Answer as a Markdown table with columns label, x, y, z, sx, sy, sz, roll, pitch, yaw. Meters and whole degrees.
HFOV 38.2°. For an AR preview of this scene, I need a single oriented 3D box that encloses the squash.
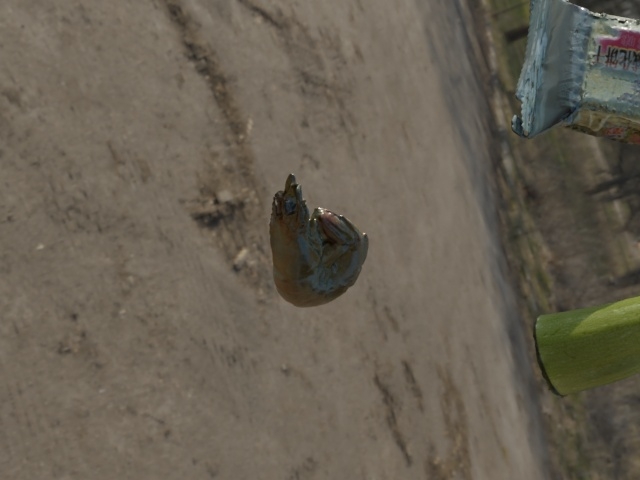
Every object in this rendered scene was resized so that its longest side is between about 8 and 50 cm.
| label | x | y | z | sx | sy | sz | roll | pitch | yaw |
| --- | --- | --- | --- | --- | --- | --- | --- | --- | --- |
| squash | 0.337 | 0.087 | 0.965 | 0.094 | 0.224 | 0.094 | 39 | 37 | -38 |

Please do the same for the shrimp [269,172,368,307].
| label | x | y | z | sx | sy | sz | roll | pitch | yaw |
| --- | --- | --- | --- | --- | --- | --- | --- | --- | --- |
| shrimp | 0.000 | 0.000 | 0.525 | 0.108 | 0.059 | 0.023 | 89 | -18 | -48 |

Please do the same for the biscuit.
| label | x | y | z | sx | sy | sz | roll | pitch | yaw |
| --- | --- | --- | --- | --- | --- | --- | --- | --- | --- |
| biscuit | 0.377 | -0.169 | 1.040 | 0.079 | 0.309 | 0.186 | 99 | 4 | -71 |
